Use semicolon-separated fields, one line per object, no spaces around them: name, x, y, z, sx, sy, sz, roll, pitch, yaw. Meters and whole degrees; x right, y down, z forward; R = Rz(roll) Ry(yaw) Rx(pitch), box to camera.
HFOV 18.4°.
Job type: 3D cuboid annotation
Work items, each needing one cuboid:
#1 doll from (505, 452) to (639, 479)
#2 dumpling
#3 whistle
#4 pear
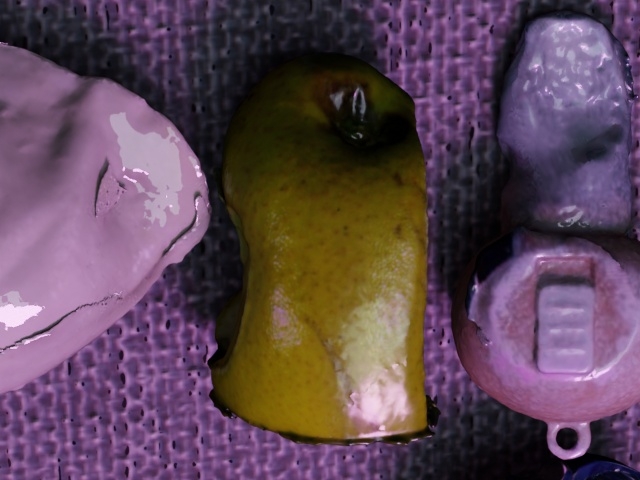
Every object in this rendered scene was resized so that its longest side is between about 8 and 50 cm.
doll;0.209;0.325;1.606;0.310;0.240;0.284;33;84;-25
dumpling;-0.271;-0.011;1.429;0.341;0.181;0.260;-25;103;21
whistle;0.194;-0.003;1.551;0.189;0.189;0.348;2;86;-12
pear;0.000;0.000;1.448;0.164;0.238;0.255;0;110;-5
